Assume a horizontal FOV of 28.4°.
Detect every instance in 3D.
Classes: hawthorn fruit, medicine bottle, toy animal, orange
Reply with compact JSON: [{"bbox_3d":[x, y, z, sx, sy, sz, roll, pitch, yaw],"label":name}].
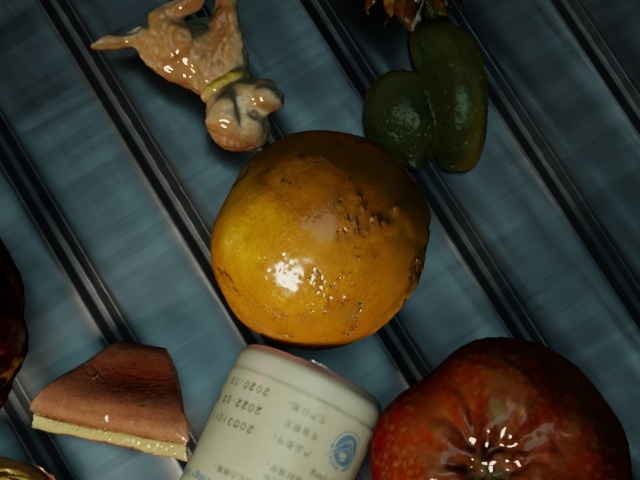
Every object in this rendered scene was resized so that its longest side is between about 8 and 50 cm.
[{"bbox_3d":[0.190,0.256,1.307,0.275,0.300,0.275,-10,49,12],"label":"hawthorn fruit"},{"bbox_3d":[-0.064,0.268,1.318,0.170,0.170,0.293,26,78,0],"label":"medicine bottle"},{"bbox_3d":[-0.145,-0.173,1.432,0.184,0.104,0.185,-20,87,-10],"label":"toy animal"},{"bbox_3d":[0.000,0.000,1.343,0.240,0.240,0.240,1,79,-5],"label":"orange"}]

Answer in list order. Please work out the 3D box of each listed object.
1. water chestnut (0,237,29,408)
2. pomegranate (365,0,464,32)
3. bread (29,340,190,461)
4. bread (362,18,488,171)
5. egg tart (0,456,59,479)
[{"bbox_3d":[-0.425,0.093,1.280,0.289,0.289,0.244,-22,92,-9],"label":"water chestnut"},{"bbox_3d":[0.096,-0.360,1.436,0.210,0.210,0.235,-15,107,-8],"label":"pomegranate"},{"bbox_3d":[-0.203,0.170,1.359,0.192,0.067,0.119,11,50,22],"label":"bread"},{"bbox_3d":[0.124,-0.174,1.475,0.149,0.065,0.188,1,81,0],"label":"bread"},{"bbox_3d":[-0.376,0.358,1.304,0.297,0.132,0.297,5,74,-19],"label":"egg tart"}]
